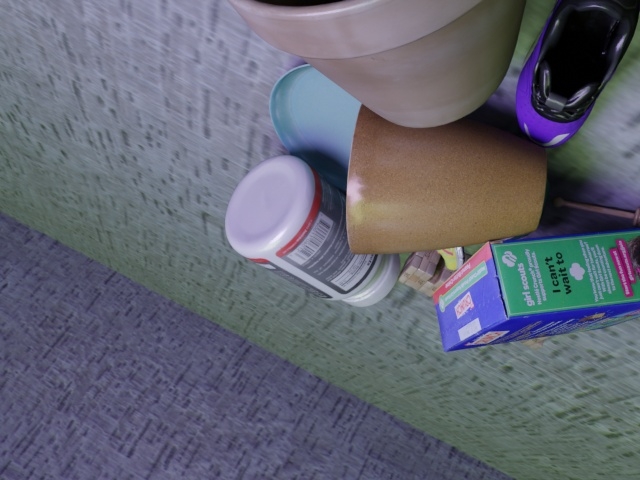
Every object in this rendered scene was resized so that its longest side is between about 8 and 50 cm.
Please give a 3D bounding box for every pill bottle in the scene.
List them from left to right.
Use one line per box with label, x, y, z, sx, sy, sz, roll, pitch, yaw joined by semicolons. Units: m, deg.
pill bottle;0.000;0.000;1.117;0.210;0.210;0.363;2;157;40

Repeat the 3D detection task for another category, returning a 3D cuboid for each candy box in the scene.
candy box;0.375;0.084;0.883;0.316;0.122;0.268;-7;161;-10

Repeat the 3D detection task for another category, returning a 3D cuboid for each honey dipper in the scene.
honey dipper;0.456;-0.048;0.876;0.160;0.031;0.030;15;150;31

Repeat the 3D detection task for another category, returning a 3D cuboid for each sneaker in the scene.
sneaker;0.221;-0.022;1.050;0.094;0.082;0.209;-13;126;17
sneaker;0.288;-0.194;0.650;0.102;0.146;0.293;20;151;15

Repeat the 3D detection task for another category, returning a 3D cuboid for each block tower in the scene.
block tower;0.344;0.111;1.175;0.335;0.091;0.097;27;153;1

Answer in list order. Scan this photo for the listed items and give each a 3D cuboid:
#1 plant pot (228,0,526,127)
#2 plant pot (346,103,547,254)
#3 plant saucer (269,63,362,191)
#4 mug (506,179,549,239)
plant pot;0.091;-0.272;0.577;0.323;0.323;0.280;10;164;30
plant pot;0.184;-0.085;0.791;0.254;0.237;0.237;6;147;14
plant saucer;0.059;-0.194;0.971;0.317;0.044;0.318;22;152;12
mug;0.308;-0.053;0.921;0.129;0.097;0.158;11;147;30
